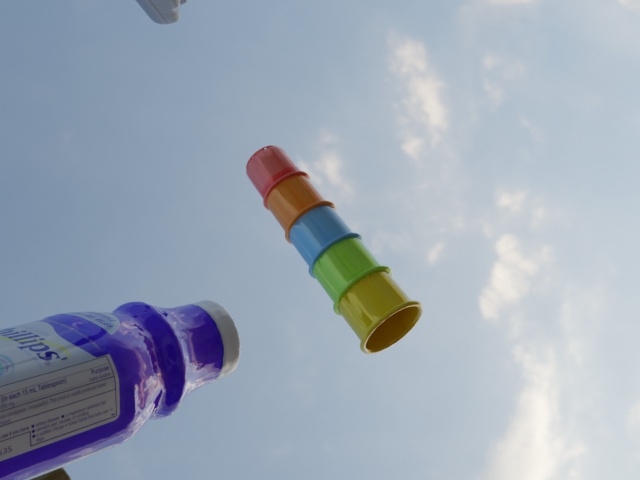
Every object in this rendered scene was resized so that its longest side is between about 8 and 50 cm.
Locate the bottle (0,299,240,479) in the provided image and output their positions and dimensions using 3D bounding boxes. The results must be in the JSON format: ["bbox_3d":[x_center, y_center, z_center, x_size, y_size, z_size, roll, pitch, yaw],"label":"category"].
[{"bbox_3d":[-0.180,0.102,0.623,0.283,0.118,0.092,-13,-71,-46],"label":"bottle"}]

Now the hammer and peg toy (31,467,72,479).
[{"bbox_3d":[-0.368,0.121,0.844,0.127,0.266,0.361,-35,-32,-33],"label":"hammer and peg toy"}]

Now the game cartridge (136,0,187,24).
[{"bbox_3d":[-0.192,-0.391,0.887,0.060,0.196,0.294,-7,-108,8],"label":"game cartridge"}]

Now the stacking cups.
[{"bbox_3d":[0.000,0.000,1.154,0.096,0.096,0.316,-22,-121,-31],"label":"stacking cups"}]
